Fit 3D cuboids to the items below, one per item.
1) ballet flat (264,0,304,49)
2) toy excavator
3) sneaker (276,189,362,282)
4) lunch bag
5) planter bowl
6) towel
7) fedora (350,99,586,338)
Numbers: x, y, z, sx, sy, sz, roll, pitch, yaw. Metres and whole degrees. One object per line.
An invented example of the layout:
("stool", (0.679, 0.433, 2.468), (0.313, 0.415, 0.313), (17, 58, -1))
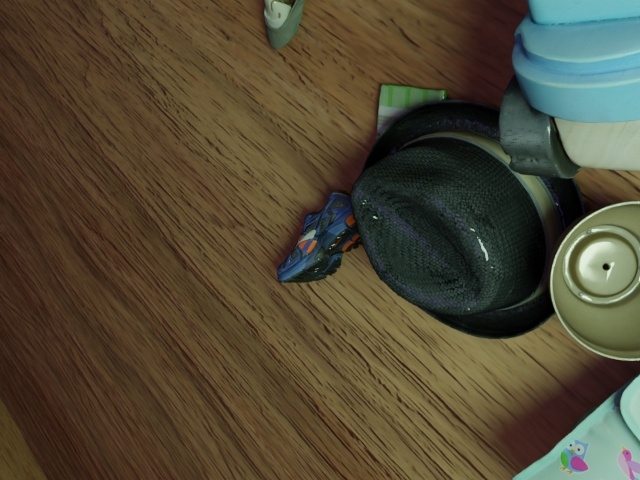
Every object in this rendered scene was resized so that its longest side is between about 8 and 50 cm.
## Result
("ballet flat", (-0.052, -0.388, 1.061), (0.072, 0.068, 0.213), (53, 132, 22))
("toy excavator", (0.287, -0.321, 0.565), (0.222, 0.433, 0.445), (12, 146, 43))
("sneaker", (0.000, 0.000, 1.115), (0.221, 0.083, 0.087), (-42, 57, 37))
("lunch bag", (0.379, 0.256, 0.730), (0.262, 0.160, 0.223), (-49, 60, 23))
("planter bowl", (0.316, 0.034, 0.742), (0.162, 0.109, 0.162), (1, 98, 5))
("towel", (0.127, -0.141, 0.981), (0.113, 0.023, 0.152), (18, 110, 39))
("fedora", (0.152, -0.016, 0.869), (0.334, 0.152, 0.334), (11, 108, 37))
